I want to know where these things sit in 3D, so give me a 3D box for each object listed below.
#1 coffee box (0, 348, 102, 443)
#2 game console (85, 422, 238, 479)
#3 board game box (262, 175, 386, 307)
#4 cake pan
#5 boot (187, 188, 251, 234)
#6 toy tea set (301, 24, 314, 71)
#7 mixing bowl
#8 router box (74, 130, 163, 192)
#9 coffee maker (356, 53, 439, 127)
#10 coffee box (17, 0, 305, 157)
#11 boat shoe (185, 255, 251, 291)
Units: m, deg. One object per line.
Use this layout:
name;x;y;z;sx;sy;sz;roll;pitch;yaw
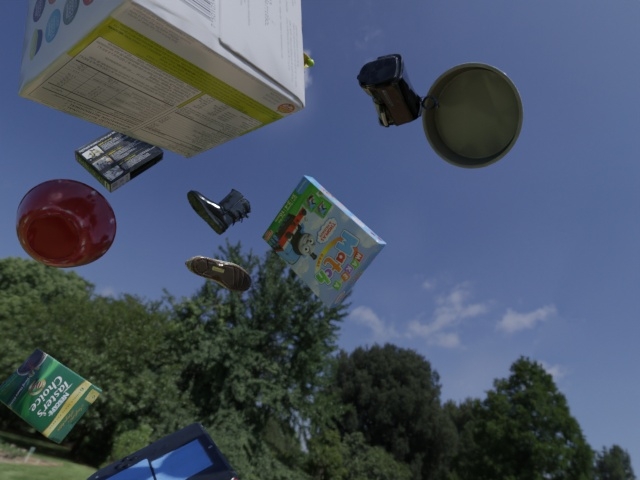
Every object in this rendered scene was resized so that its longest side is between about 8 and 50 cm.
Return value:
coffee box;-0.524;0.292;0.875;0.184;0.113;0.040;19;-33;27
game console;-0.415;0.605;1.135;0.386;0.342;0.060;0;-68;62
board game box;0.000;0.000;0.882;0.211;0.160;0.039;44;18;24
cake pan;0.433;-0.354;1.299;0.293;0.054;0.293;21;-56;34
boot;-0.215;-0.079;0.988;0.121;0.099;0.045;49;-36;-5
toy tea set;-0.139;-0.601;1.215;0.336;0.124;0.200;44;11;21
mixing bowl;-0.491;-0.019;0.864;0.181;0.181;0.098;27;8;-21
router box;-0.536;-0.229;1.223;0.133;0.179;0.046;43;-34;3
coffee maker;0.208;-0.408;1.225;0.171;0.120;0.178;-24;-29;15
coffee box;-0.264;-0.389;0.796;0.334;0.337;0.338;-12;-17;36
boat shoe;-0.270;0.084;1.212;0.072;0.068;0.190;3;-22;48
